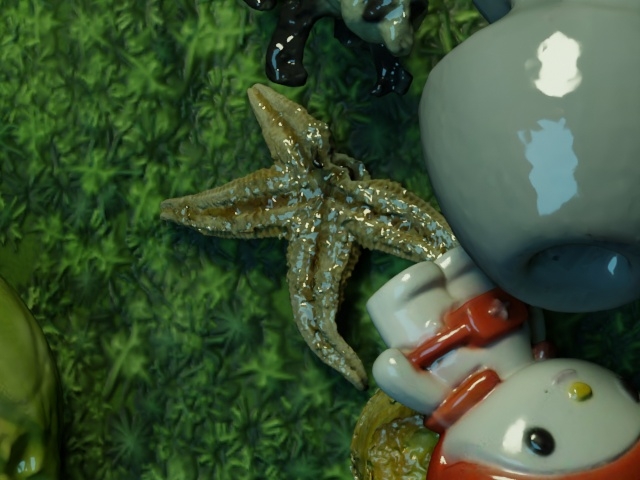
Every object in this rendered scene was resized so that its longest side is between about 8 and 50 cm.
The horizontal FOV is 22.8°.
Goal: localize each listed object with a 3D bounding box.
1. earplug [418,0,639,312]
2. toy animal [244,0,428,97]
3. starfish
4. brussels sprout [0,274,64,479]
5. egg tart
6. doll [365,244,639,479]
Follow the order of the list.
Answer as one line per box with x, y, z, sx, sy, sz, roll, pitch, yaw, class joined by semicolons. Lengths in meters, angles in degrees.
0.165;-0.121;0.890;0.214;0.175;0.325;12;101;-9;earplug
0.013;-0.166;0.996;0.094;0.225;0.121;5;117;-13;toy animal
-0.002;0.001;1.069;0.247;0.050;0.138;42;110;26;starfish
-0.346;0.137;1.135;0.344;0.268;0.344;4;99;27;brussels sprout
0.074;0.143;1.021;0.130;0.052;0.130;0;90;27;egg tart
0.135;0.139;0.926;0.290;0.161;0.130;57;138;12;doll
